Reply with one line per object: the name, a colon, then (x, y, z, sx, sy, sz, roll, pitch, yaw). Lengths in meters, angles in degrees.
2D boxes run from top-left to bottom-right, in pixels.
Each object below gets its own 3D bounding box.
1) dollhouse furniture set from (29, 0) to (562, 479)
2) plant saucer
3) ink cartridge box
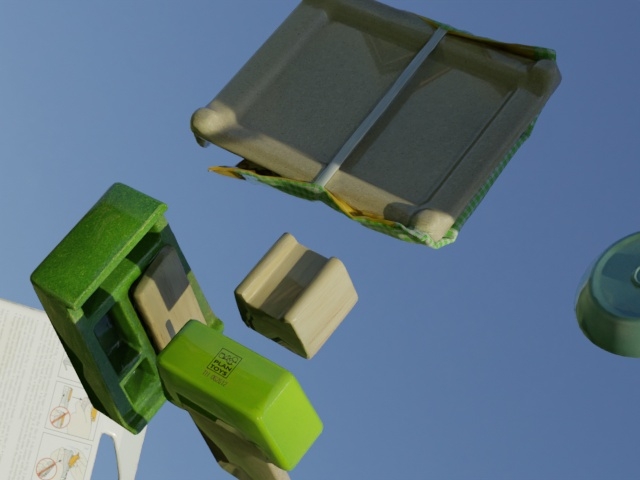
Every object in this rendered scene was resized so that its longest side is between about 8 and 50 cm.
dollhouse furniture set: (0.000, 0.000, 0.947, 0.197, 0.301, 0.151, 26, -26, 28)
plant saucer: (0.233, 0.029, 1.049, 0.119, 0.119, 0.021, 32, -21, 46)
ink cartridge box: (-0.294, 0.203, 1.434, 0.060, 0.239, 0.275, -10, -117, 55)
